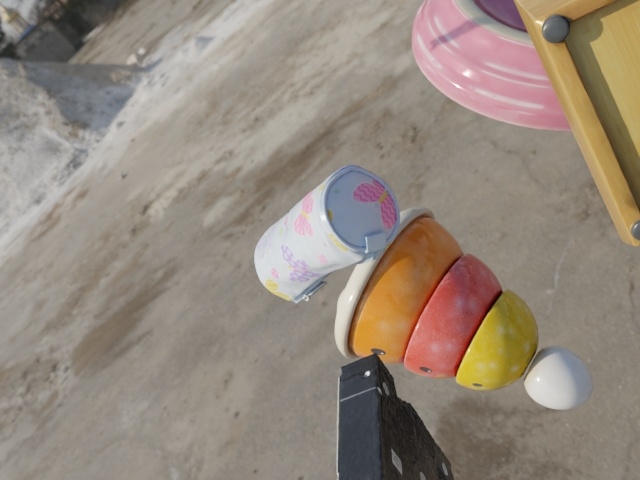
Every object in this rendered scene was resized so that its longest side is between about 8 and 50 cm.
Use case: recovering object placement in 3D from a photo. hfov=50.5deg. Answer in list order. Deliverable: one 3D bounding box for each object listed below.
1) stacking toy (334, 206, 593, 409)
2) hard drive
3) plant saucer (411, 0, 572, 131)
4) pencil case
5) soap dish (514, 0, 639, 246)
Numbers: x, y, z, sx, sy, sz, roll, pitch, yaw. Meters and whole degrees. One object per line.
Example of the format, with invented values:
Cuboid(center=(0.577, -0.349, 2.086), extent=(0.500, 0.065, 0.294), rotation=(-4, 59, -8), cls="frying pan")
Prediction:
Cuboid(center=(0.299, 0.176, 1.328), extent=(0.480, 0.350, 0.350), rotation=(29, 70, 23), cls="stacking toy")
Cuboid(center=(0.096, 0.323, 0.768), extent=(0.064, 0.237, 0.339), rotation=(-26, 27, 16), cls="hard drive")
Cuboid(center=(0.279, -0.268, 0.822), extent=(0.332, 0.084, 0.332), rotation=(-1, 49, 1), cls="plant saucer")
Cuboid(center=(0.000, 0.000, 0.938), extent=(0.273, 0.113, 0.124), rotation=(142, 127, -59), cls="pencil case")
Cuboid(center=(0.336, -0.145, 0.618), extent=(0.229, 0.291, 0.118), rotation=(-21, 16, 32), cls="soap dish")
